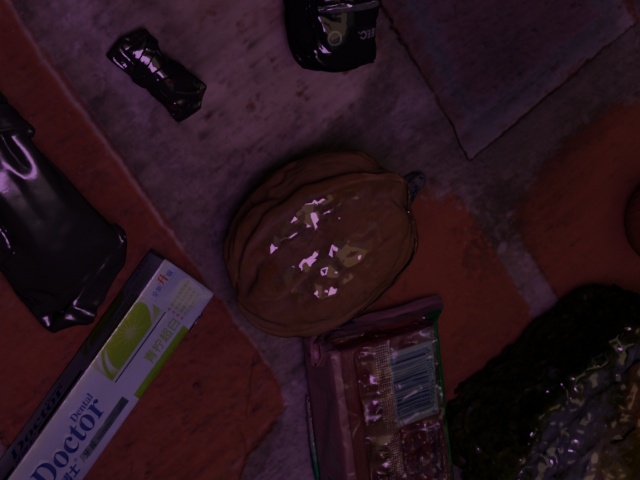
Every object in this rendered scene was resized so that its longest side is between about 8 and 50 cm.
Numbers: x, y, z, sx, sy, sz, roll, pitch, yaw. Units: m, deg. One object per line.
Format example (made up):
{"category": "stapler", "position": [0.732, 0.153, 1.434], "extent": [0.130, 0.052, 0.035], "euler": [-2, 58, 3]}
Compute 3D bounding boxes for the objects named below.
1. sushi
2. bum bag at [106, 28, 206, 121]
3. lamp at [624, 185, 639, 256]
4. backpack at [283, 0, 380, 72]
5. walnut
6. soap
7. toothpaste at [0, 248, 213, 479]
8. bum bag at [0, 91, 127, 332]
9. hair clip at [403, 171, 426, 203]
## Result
{"category": "sushi", "position": [0.353, 0.247, 2.146], "extent": [0.352, 0.178, 0.294], "euler": [-42, 118, -10]}
{"category": "bum bag", "position": [-0.182, -0.188, 1.867], "extent": [0.124, 0.034, 0.058], "euler": [40, 97, -27]}
{"category": "lamp", "position": [0.466, -0.027, 2.159], "extent": [0.136, 0.136, 0.136], "euler": [-6, 105, -24]}
{"category": "backpack", "position": [0.018, -0.277, 1.901], "extent": [0.120, 0.106, 0.165], "euler": [-17, 106, -26]}
{"category": "walnut", "position": [0.000, 0.000, 1.909], "extent": [0.245, 0.198, 0.198], "euler": [-35, 115, 1]}
{"category": "soap", "position": [0.079, 0.225, 2.054], "extent": [0.217, 0.098, 0.273], "euler": [-14, 108, -22]}
{"category": "toothpaste", "position": [-0.255, 0.173, 1.901], "extent": [0.081, 0.067, 0.336], "euler": [37, 85, -25]}
{"category": "bum bag", "position": [-0.327, -0.042, 1.813], "extent": [0.142, 0.079, 0.326], "euler": [-37, 118, -6]}
{"category": "hair clip", "position": [0.058, 0.005, 2.019], "extent": [0.229, 0.066, 0.036], "euler": [-56, 145, -8]}
